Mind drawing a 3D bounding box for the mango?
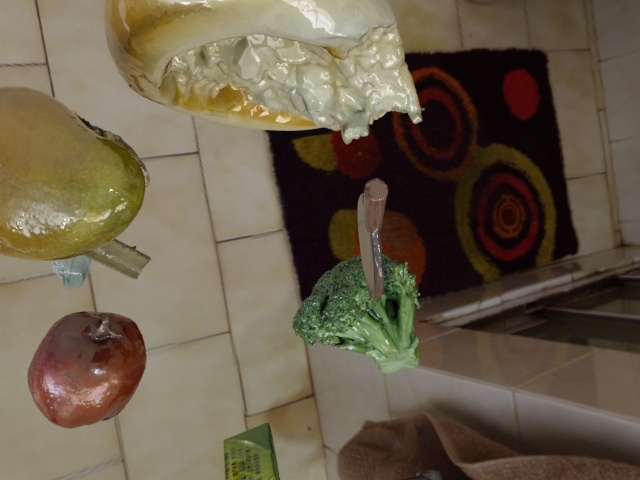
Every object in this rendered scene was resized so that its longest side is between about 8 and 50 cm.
[{"bbox_3d":[-0.230,-0.051,0.474,0.099,0.227,0.136,12,96,-58],"label":"mango"}]

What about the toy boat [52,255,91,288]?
[{"bbox_3d":[-0.584,0.007,1.406,0.085,0.260,0.078,7,127,-17],"label":"toy boat"}]

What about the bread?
[{"bbox_3d":[-0.032,-0.239,0.628,0.329,0.424,0.245,14,92,10],"label":"bread"}]

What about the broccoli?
[{"bbox_3d":[0.095,0.154,1.191,0.295,0.245,0.265,14,126,-39],"label":"broccoli"}]

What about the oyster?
[{"bbox_3d":[-0.564,-0.255,1.521,0.094,0.166,0.294,-49,136,-12],"label":"oyster"}]

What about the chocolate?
[{"bbox_3d":[-0.156,0.658,1.429,0.137,0.288,0.300,-7,117,-8],"label":"chocolate"}]

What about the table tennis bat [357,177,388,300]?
[{"bbox_3d":[0.000,0.000,0.570,0.119,0.170,0.107,-7,63,-2],"label":"table tennis bat"}]

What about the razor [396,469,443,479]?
[{"bbox_3d":[0.181,0.668,1.372,0.349,0.113,0.204,-3,69,-34],"label":"razor"}]

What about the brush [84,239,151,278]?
[{"bbox_3d":[-0.310,-0.009,0.742,0.043,0.036,0.248,-55,148,-4],"label":"brush"}]

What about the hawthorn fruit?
[{"bbox_3d":[-0.428,0.231,1.103,0.215,0.249,0.215,25,36,-19],"label":"hawthorn fruit"}]
